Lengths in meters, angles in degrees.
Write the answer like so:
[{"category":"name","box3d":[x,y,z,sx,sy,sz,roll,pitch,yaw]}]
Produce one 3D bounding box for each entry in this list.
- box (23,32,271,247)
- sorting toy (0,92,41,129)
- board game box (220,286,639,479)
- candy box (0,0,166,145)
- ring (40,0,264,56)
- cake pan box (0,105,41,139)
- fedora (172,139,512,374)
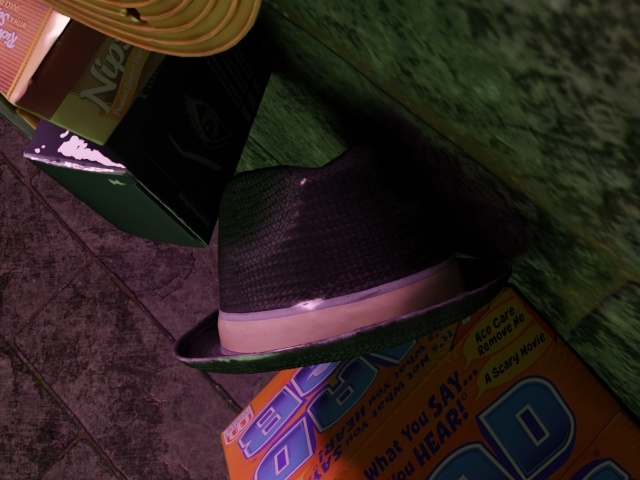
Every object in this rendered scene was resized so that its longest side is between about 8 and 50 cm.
[{"category":"box","box3d":[-0.145,-0.120,0.616,0.108,0.207,0.153,11,159,21]},{"category":"sorting toy","box3d":[-0.436,-0.215,0.753,0.347,0.047,0.196,44,173,-7]},{"category":"board game box","box3d":[0.140,0.280,0.817,0.356,0.356,0.356,46,174,-11]},{"category":"candy box","box3d":[-0.229,-0.237,0.526,0.316,0.183,0.087,40,-172,28]},{"category":"ring","box3d":[-0.158,-0.197,0.259,0.336,0.032,0.336,29,167,7]},{"category":"cake pan box","box3d":[-0.365,-0.261,0.981,0.070,0.245,0.267,44,176,37]},{"category":"fedora","box3d":[0.000,0.000,0.600,0.334,0.333,0.153,-175,70,-79]}]
